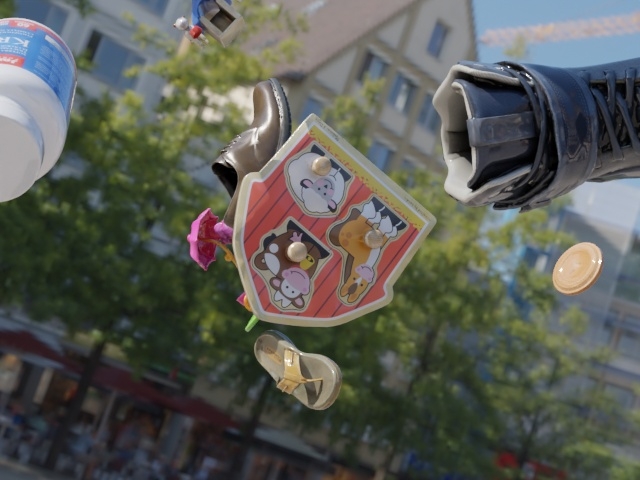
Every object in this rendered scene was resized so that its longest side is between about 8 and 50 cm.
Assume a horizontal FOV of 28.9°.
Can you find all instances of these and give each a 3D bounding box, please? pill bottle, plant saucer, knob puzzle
[{"bbox_3d":[-0.306,-0.126,1.211,0.124,0.124,0.221,22,23,-18],"label":"pill bottle"},{"bbox_3d":[0.365,0.039,1.771,0.013,0.083,0.083,35,-17,-31],"label":"plant saucer"},{"bbox_3d":[0.000,0.000,1.219,0.213,0.213,0.030,22,-9,-15],"label":"knob puzzle"}]

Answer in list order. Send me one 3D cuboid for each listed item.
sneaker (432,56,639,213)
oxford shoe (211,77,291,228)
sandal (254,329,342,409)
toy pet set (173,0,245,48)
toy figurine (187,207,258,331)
[{"bbox_3d":[0.166,-0.066,0.685,0.163,0.086,0.226,-4,-3,-40],"label":"sneaker"},{"bbox_3d":[-0.087,-0.114,1.573,0.096,0.227,0.083,8,-31,-8],"label":"oxford shoe"},{"bbox_3d":[-0.040,0.172,1.654,0.049,0.072,0.180,5,17,-42],"label":"sandal"},{"bbox_3d":[-0.123,-0.283,1.459,0.065,0.122,0.114,42,-6,10],"label":"toy pet set"},{"bbox_3d":[-0.105,0.012,1.729,0.159,0.173,0.130,41,16,0],"label":"toy figurine"}]
